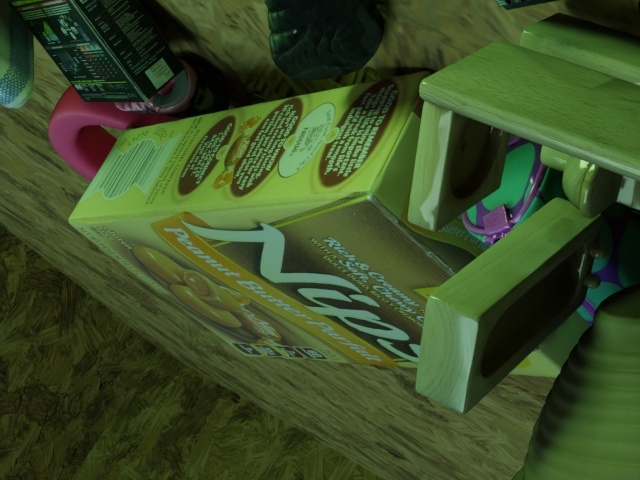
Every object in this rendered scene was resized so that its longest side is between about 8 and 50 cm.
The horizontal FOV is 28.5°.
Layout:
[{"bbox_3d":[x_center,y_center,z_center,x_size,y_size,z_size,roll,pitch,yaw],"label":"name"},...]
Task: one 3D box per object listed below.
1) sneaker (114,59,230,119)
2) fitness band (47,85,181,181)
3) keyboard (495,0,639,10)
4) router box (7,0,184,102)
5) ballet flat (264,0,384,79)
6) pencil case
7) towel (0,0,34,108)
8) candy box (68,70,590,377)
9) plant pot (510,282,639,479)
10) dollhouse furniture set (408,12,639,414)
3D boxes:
[{"bbox_3d":[-0.106,-0.106,0.906,0.057,0.047,0.119,16,-175,-36],"label":"sneaker"},{"bbox_3d":[-0.089,-0.036,1.037,0.291,0.054,0.209,27,167,-4],"label":"fitness band"},{"bbox_3d":[0.103,-0.102,0.417,0.108,0.023,0.180,38,168,-23],"label":"keyboard"},{"bbox_3d":[-0.152,-0.139,0.844,0.092,0.038,0.122,54,160,-24],"label":"router box"},{"bbox_3d":[-0.001,-0.120,0.596,0.057,0.049,0.173,-13,163,0],"label":"ballet flat"},{"bbox_3d":[0.136,0.009,0.650,0.152,0.070,0.064,38,153,-29],"label":"pencil case"},{"bbox_3d":[-0.309,-0.204,0.833,0.285,0.034,0.209,36,-166,-29],"label":"towel"},{"bbox_3d":[0.000,0.000,0.795,0.183,0.087,0.316,40,155,-31],"label":"candy box"},{"bbox_3d":[0.188,0.071,0.545,0.237,0.237,0.109,3,107,67],"label":"plant pot"},{"bbox_3d":[0.119,0.005,0.492,0.123,0.144,0.151,24,125,28],"label":"dollhouse furniture set"}]
